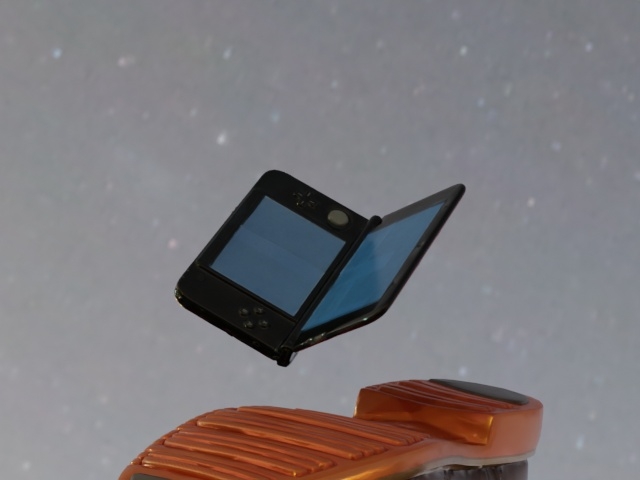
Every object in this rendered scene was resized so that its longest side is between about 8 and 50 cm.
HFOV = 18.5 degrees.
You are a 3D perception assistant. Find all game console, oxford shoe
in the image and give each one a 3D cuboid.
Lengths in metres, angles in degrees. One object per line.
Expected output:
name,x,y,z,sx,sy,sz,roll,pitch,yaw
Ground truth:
game console,0.000,0.000,1.204,0.124,0.144,0.085,30,-47,6
oxford shoe,0.018,0.163,1.124,0.130,0.363,0.133,11,-82,36
